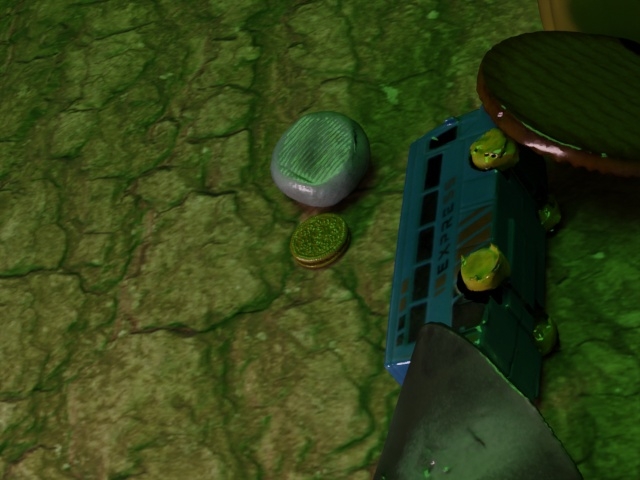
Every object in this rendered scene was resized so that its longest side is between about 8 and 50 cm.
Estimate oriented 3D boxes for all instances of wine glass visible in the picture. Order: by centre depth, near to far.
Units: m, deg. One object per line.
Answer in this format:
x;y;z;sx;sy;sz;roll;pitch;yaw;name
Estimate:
0.038;0.300;1.395;0.406;0.267;0.267;-37;42;-16;wine glass

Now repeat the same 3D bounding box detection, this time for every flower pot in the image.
0.369;-0.355;1.904;0.195;0.179;0.195;-17;42;16;flower pot

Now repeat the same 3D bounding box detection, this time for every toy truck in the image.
0.181;0.016;1.694;0.162;0.161;0.385;-17;45;30;toy truck

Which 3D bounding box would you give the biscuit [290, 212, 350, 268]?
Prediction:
0.000;0.000;1.913;0.084;0.023;0.084;-16;44;16;biscuit

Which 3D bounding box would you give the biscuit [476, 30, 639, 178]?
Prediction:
0.343;-0.166;1.735;0.318;0.040;0.318;6;34;-4;biscuit

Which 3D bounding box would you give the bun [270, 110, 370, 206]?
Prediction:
0.004;-0.106;1.968;0.141;0.083;0.141;-11;56;17;bun
